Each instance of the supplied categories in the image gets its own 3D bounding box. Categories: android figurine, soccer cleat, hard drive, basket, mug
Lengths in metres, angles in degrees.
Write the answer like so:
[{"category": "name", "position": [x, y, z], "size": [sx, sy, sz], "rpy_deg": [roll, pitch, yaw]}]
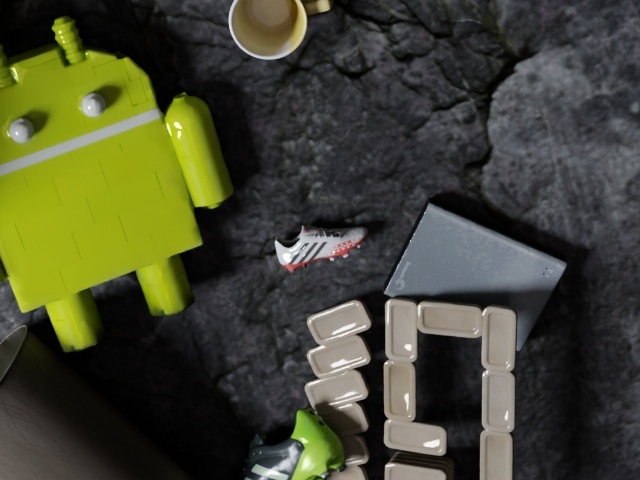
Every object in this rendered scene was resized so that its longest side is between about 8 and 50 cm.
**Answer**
[{"category": "android figurine", "position": [-0.201, -0.048, 1.250], "size": [0.248, 0.056, 0.273], "rpy_deg": [-20, 110, -13]}, {"category": "soccer cleat", "position": [0.000, 0.000, 1.305], "size": [0.083, 0.029, 0.036], "rpy_deg": [-19, 113, 13]}, {"category": "hard drive", "position": [0.135, 0.030, 1.315], "size": [0.135, 0.022, 0.094], "rpy_deg": [23, 110, -7]}, {"category": "basket", "position": [-0.229, 0.215, 1.333], "size": [0.227, 0.154, 0.204], "rpy_deg": [38, 115, -16]}, {"category": "mug", "position": [-0.034, -0.183, 1.216], "size": [0.078, 0.064, 0.062], "rpy_deg": [17, 110, -5]}, {"category": "soccer cleat", "position": [-0.051, 0.222, 1.381], "size": [0.179, 0.060, 0.072], "rpy_deg": [-42, 72, 25]}]

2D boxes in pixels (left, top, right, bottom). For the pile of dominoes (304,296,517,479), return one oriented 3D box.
[{"category": "pile of dominoes", "position": [0.083, 0.163, 1.358], "size": [0.196, 0.040, 0.251], "rpy_deg": [6, 110, 18]}]
